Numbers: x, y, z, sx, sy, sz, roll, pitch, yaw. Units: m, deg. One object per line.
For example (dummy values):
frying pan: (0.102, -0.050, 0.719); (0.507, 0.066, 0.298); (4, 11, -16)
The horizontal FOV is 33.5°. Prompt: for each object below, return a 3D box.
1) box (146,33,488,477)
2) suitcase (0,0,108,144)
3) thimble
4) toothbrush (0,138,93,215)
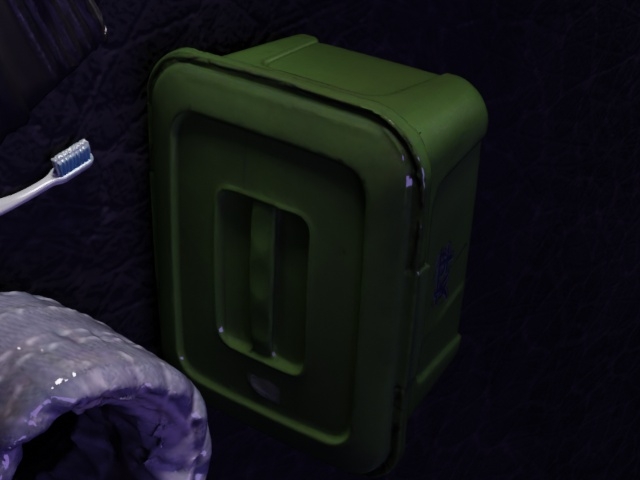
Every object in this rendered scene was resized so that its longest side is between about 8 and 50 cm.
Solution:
box: (0.000, 0.000, 0.880); (0.177, 0.252, 0.329); (-36, 138, -48)
suitcase: (-0.264, -0.188, 0.447); (0.152, 0.229, 0.335); (-47, 139, -24)
thimble: (-0.209, 0.152, 0.784); (0.205, 0.172, 0.236); (-58, 145, -9)
toothbrush: (-0.266, -0.002, 0.740); (0.263, 0.022, 0.026); (-36, 150, -30)
